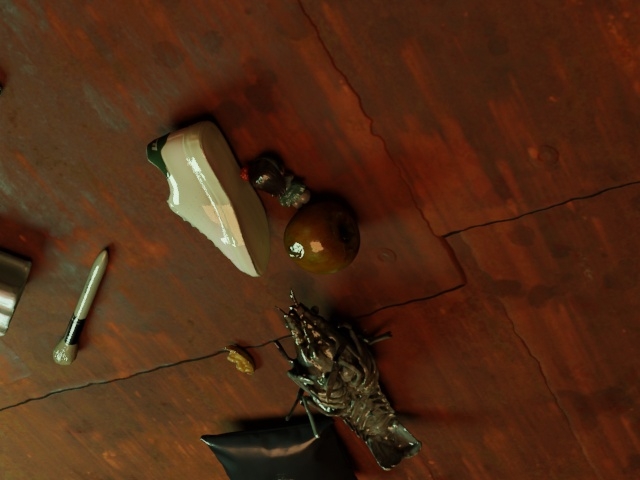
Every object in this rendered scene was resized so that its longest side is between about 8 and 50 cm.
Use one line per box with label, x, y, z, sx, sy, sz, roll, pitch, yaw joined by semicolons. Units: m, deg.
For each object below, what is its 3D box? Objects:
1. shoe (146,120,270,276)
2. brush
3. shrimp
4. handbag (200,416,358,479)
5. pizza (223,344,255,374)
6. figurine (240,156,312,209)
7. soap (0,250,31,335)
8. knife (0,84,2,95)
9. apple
shoe;-0.160;-0.056;1.591;0.110;0.095;0.265;-6;126;22
brush;-0.394;0.115;1.829;0.042;0.039;0.299;20;130;-14
shrimp;0.040;0.236;1.791;0.221;0.166;0.410;-36;140;-3
handbag;-0.068;0.413;2.015;0.254;0.089;0.211;-10;128;13
pizza;-0.137;0.203;1.876;0.037;0.016;0.083;-20;130;24
figurine;-0.062;-0.081;1.578;0.106;0.047;0.060;35;147;-32
soap;-0.632;0.063;1.775;0.289;0.095;0.173;21;132;-10
knife;-0.505;-0.176;1.577;0.044;0.023;0.162;38;128;-21
apple;0.000;0.000;1.594;0.102;0.099;0.114;-18;169;33
